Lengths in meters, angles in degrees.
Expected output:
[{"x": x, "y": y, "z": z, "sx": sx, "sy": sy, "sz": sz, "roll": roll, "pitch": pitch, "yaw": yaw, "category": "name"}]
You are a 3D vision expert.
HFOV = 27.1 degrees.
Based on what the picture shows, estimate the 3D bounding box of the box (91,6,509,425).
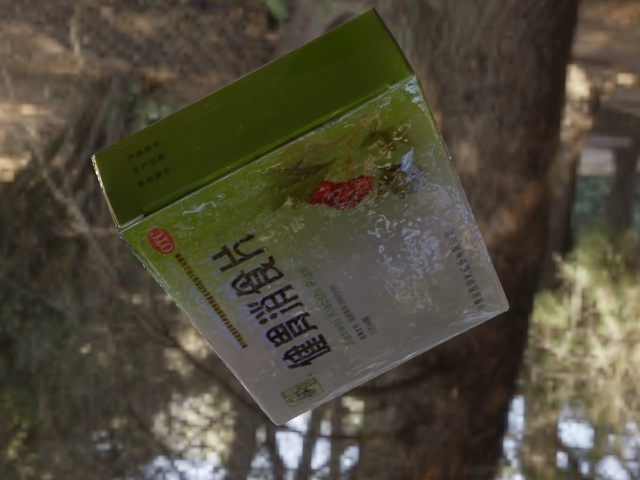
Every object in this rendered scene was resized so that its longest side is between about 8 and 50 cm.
[{"x": 0.001, "y": 0.000, "z": 0.793, "sx": 0.175, "sy": 0.062, "sz": 0.260, "roll": -27, "pitch": 145, "yaw": 2, "category": "box"}]
